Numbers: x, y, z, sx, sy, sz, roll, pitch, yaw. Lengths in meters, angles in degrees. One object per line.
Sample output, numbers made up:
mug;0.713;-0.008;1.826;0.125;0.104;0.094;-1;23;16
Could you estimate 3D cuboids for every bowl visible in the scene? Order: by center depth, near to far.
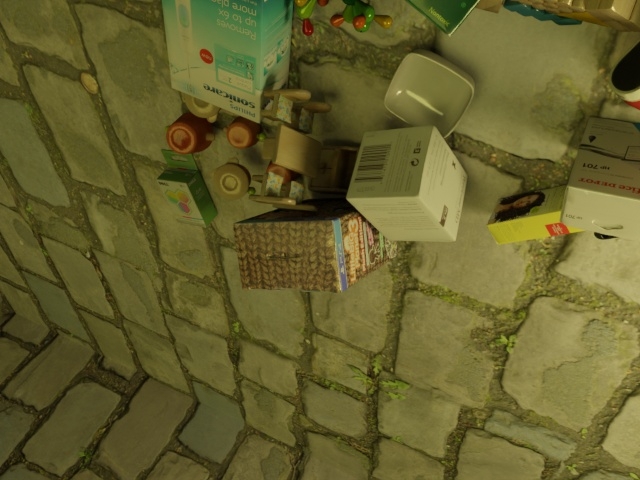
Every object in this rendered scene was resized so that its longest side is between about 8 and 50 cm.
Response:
bowl;0.199;-0.267;1.072;0.142;0.053;0.142;32;143;4

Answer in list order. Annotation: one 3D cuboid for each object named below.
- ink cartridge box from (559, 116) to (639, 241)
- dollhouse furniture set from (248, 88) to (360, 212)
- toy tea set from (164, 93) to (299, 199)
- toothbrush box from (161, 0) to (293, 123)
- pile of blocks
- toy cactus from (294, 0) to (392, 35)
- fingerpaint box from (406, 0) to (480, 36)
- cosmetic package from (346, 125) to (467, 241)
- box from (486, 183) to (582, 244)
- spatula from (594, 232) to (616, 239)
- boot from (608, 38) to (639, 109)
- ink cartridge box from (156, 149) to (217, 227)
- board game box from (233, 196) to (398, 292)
ink cartridge box;0.469;-0.100;0.941;0.140;0.190;0.082;15;139;23
dollhouse furniture set;0.003;-0.160;1.182;0.161;0.212;0.242;6;176;33
toy tea set;-0.201;-0.220;1.401;0.336;0.124;0.200;44;112;-7
toothbrush box;-0.175;-0.403;1.141;0.216;0.126;0.295;25;143;12
pile of blocks;0.290;-0.392;0.850;0.362;0.149;0.112;18;98;6
toy cactus;0.034;-0.429;0.993;0.219;0.112;0.180;6;126;43
fingerpaint box;0.096;-0.517;0.661;0.445;0.163;0.371;38;113;-5
cosmetic package;0.170;-0.102;1.147;0.152;0.151;0.184;1;156;36
box;0.431;-0.054;1.107;0.232;0.087;0.058;-12;124;42
spatula;0.622;-0.036;1.029;0.297;0.030;0.084;-12;125;43
boot;0.536;-0.264;0.818;0.176;0.088;0.244;18;128;-36
ink cartridge box;-0.368;-0.138;1.621;0.109;0.062;0.209;10;136;29
board game box;0.000;0.000;1.276;0.232;0.291;0.141;-1;103;29
